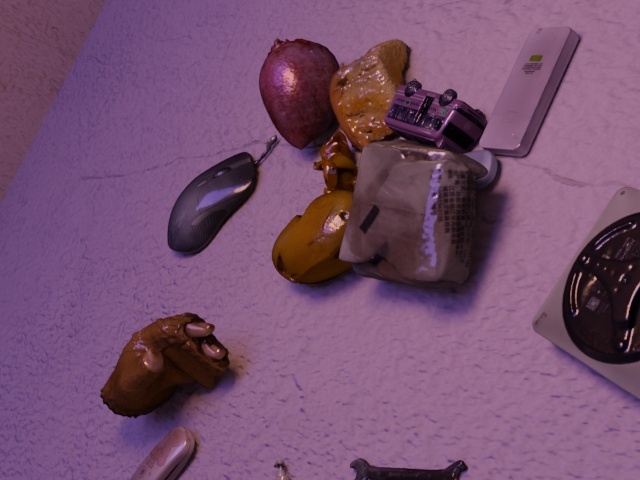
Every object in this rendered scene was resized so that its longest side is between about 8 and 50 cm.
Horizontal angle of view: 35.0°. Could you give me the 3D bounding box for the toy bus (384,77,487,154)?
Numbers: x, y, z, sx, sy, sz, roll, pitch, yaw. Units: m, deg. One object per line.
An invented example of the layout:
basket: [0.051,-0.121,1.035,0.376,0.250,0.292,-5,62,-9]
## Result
toy bus: [0.212,-0.226,1.904,0.108,0.096,0.199,-60,34,0]

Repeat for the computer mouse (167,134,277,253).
computer mouse: [-0.244,-0.122,2.380,0.379,0.090,0.167,-45,38,14]

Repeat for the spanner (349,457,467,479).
spanner: [0.136,0.374,1.613,0.254,0.015,0.054,-11,54,46]

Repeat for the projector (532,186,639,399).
projector: [0.446,0.070,1.416,0.257,0.079,0.259,-57,34,2]

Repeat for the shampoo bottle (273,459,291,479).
shampoo bottle: [-0.066,0.447,1.783,0.049,0.034,0.141,-42,37,33]

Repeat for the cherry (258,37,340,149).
cherry: [-0.041,-0.314,2.200,0.175,0.192,0.249,-1,74,13]

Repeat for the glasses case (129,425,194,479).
glasses case: [-0.327,0.464,2.064,0.204,0.051,0.081,-51,37,9]

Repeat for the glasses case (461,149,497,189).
glasses case: [0.240,-0.116,1.829,0.178,0.045,0.067,-14,56,44]

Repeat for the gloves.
gloves: [-0.326,0.251,2.098,0.356,0.203,0.155,-32,66,39]

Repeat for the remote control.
remote control: [0.368,-0.265,1.799,0.103,0.034,0.250,12,74,53]

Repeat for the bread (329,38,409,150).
bread: [0.093,-0.316,2.081,0.174,0.133,0.251,-25,46,35]

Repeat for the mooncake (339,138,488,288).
mooncake: [0.167,-0.045,1.760,0.250,0.136,0.254,13,92,46]

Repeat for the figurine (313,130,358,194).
figurine: [0.033,-0.136,2.066,0.176,0.121,0.122,-99,22,-51]

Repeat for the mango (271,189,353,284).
mango: [0.000,0.000,1.961,0.262,0.130,0.167,-33,42,37]
